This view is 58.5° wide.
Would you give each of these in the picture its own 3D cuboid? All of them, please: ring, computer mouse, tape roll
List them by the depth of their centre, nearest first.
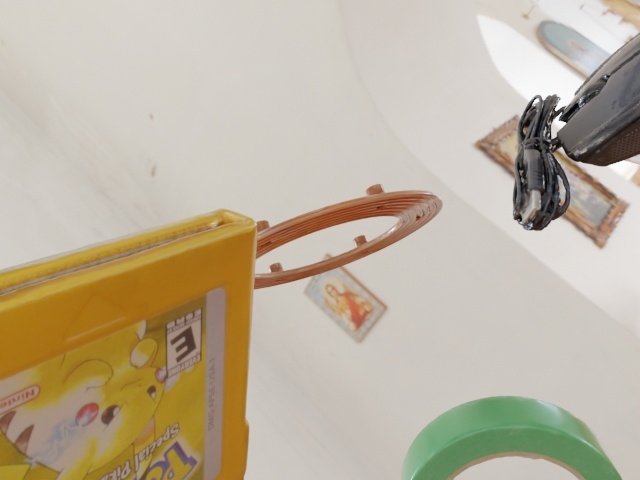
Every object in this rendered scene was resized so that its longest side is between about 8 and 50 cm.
[{"bbox_3d":[0.275,-0.128,0.487,0.272,0.072,0.189,-25,33,42],"label":"computer mouse"},{"bbox_3d":[0.000,0.000,0.767,0.336,0.032,0.337,-18,-13,-5],"label":"ring"},{"bbox_3d":[0.280,0.390,0.852,0.321,0.321,0.077,-53,6,19],"label":"tape roll"}]

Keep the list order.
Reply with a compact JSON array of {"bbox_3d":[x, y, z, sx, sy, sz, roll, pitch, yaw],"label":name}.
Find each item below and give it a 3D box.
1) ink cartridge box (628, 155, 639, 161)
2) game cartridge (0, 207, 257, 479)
[{"bbox_3d":[0.664,-0.135,0.803,0.279,0.384,0.161,-18,-54,-67],"label":"ink cartridge box"},{"bbox_3d":[-0.158,0.161,0.395,0.285,0.052,0.324,-23,-56,-48],"label":"game cartridge"}]
